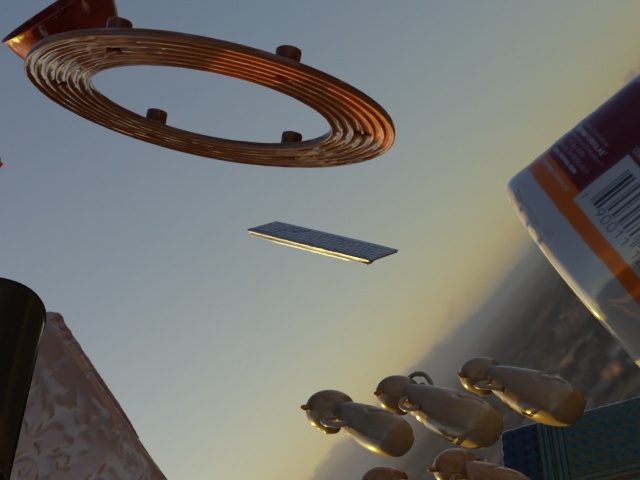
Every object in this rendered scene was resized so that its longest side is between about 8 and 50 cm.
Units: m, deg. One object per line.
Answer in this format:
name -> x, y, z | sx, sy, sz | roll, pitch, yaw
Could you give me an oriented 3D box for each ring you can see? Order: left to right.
ring -> -0.096, -0.129, 1.044 | 0.336, 0.337, 0.032 | 85, -166, -78

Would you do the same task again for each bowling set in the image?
bowling set -> 0.108, 0.225, 1.118 | 0.287, 0.154, 0.199 | 0, -82, -35

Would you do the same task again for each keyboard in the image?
keyboard -> 0.000, 0.000, 1.818 | 0.072, 0.256, 0.014 | -25, -61, -44

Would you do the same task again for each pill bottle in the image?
pill bottle -> 0.365, -0.082, 0.927 | 0.392, 0.224, 0.224 | -39, -6, 12

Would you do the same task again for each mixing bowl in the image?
mixing bowl -> -0.362, -0.298, 1.687 | 0.181, 0.098, 0.181 | -28, 20, 11

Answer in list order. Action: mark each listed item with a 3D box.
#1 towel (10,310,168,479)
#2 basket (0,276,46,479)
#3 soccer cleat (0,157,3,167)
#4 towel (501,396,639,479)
towel -> -0.404, 0.316, 1.584 | 0.332, 0.317, 0.053 | -38, -11, 5
basket -> -0.412, 0.183, 1.325 | 0.204, 0.154, 0.227 | -34, 40, 23
soccer cleat -> -0.587, -0.113, 1.876 | 0.196, 0.076, 0.068 | -11, 44, 46
towel -> 0.397, 0.299, 1.374 | 0.370, 0.040, 0.271 | -19, 42, 23
